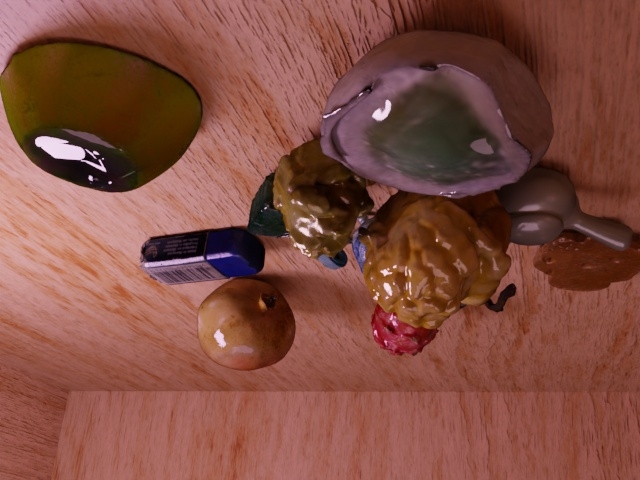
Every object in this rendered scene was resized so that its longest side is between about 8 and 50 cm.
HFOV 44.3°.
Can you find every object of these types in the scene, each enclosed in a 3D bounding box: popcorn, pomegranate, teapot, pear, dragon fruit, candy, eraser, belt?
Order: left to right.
[{"bbox_3d":[-0.437,-0.208,1.541,0.398,0.165,0.399,4,156,2],"label":"pear"},{"bbox_3d":[-0.330,0.045,2.168,0.332,0.102,0.155,-8,151,23],"label":"eraser"},{"bbox_3d":[-0.221,0.253,2.393,0.319,0.319,0.319,4,156,2],"label":"pomegranate"},{"bbox_3d":[0.000,-0.090,1.644,0.195,0.256,0.255,4,-174,-18],"label":"popcorn"},{"bbox_3d":[0.003,-0.001,2.059,0.179,0.100,0.065,39,142,-28],"label":"belt"},{"bbox_3d":[0.141,-0.005,1.947,0.159,0.159,0.232,9,165,-9],"label":"teapot"},{"bbox_3d":[0.266,0.235,2.374,0.268,0.205,0.210,-47,165,33],"label":"dragon fruit"},{"bbox_3d":[0.189,-0.216,1.391,0.386,0.186,0.427,27,151,-30],"label":"candy"},{"bbox_3d":[0.260,0.038,1.648,0.381,0.349,0.349,39,142,-23],"label":"popcorn"},{"bbox_3d":[0.513,-0.065,1.718,0.318,0.149,0.220,-3,156,19],"label":"teapot"}]

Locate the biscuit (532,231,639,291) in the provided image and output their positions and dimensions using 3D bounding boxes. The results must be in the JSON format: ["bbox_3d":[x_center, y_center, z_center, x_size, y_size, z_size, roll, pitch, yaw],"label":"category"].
[{"bbox_3d":[0.698,0.042,2.045,0.269,0.051,0.376,6,155,4],"label":"biscuit"}]

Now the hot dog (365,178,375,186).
[{"bbox_3d":[0.112,-0.159,1.723,0.044,0.028,0.137,-20,161,-10],"label":"hot dog"}]

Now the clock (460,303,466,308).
[{"bbox_3d":[0.305,0.054,1.909,0.199,0.243,0.146,18,155,-32],"label":"clock"}]

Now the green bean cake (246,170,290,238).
[{"bbox_3d":[-0.063,-0.073,1.854,0.193,0.107,0.208,9,156,-17],"label":"green bean cake"}]
